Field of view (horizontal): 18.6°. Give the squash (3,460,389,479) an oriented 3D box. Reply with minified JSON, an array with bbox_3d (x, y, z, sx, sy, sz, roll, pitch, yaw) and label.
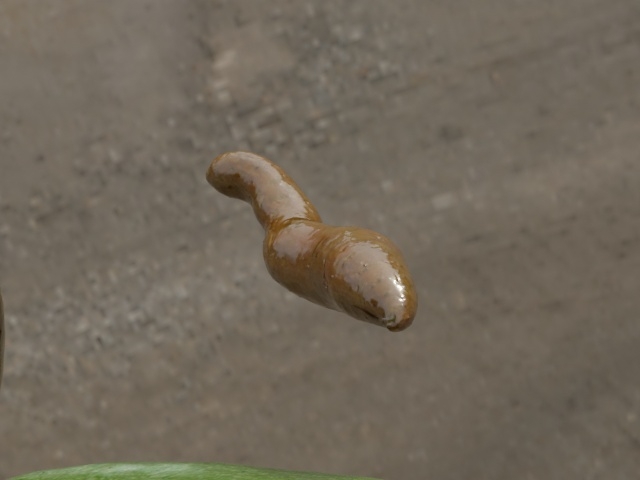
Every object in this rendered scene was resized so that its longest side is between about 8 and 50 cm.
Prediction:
[{"bbox_3d":[-0.038,0.138,0.745,0.395,0.107,0.107,-6,36,45],"label":"squash"}]

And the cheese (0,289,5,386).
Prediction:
[{"bbox_3d":[-0.235,-0.052,0.297,0.384,0.384,0.104,-27,48,-9],"label":"cheese"}]

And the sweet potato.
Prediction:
[{"bbox_3d":[-0.001,0.004,0.773,0.044,0.044,0.179,-29,27,-12],"label":"sweet potato"}]
